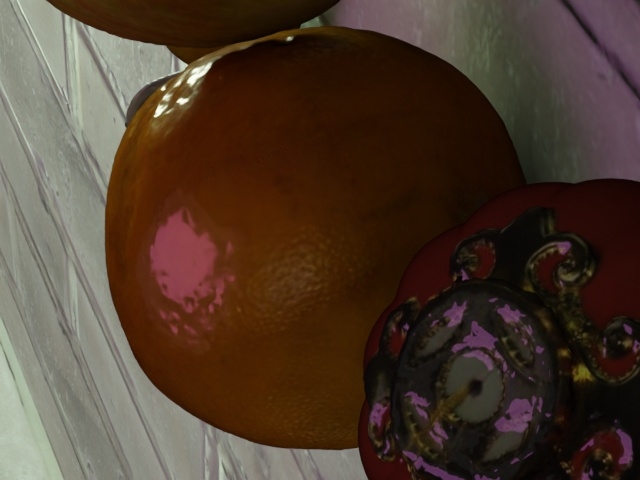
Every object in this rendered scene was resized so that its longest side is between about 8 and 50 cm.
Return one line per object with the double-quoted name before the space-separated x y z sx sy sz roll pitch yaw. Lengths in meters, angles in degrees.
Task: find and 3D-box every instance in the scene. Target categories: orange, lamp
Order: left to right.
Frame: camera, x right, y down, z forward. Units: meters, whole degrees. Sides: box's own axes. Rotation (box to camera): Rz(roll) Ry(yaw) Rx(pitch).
"orange" 0.000 0.000 1.112 0.261 0.261 0.261 166 90 -73
"lamp" 0.127 0.083 0.890 0.227 0.227 0.227 166 90 -73

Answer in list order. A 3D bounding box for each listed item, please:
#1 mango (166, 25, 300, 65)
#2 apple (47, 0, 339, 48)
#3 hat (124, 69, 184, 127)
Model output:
"mango" -0.059 -0.201 1.395 0.253 0.113 0.138 149 119 -65
"apple" -0.084 -0.265 1.012 0.314 0.252 0.309 -30 77 46
"hat" -0.049 -0.019 1.443 0.232 0.161 0.275 54 140 22
